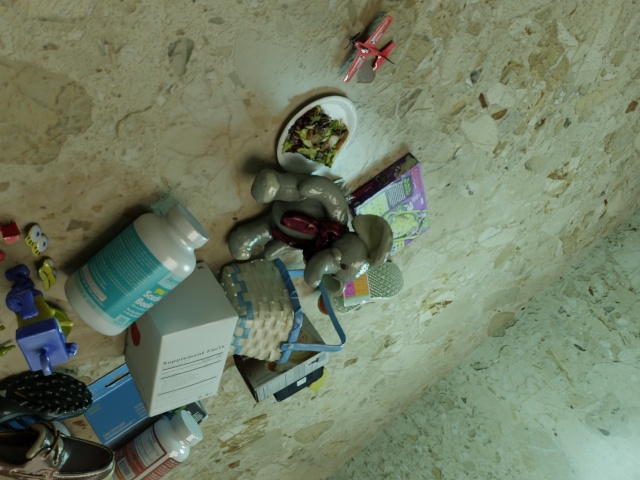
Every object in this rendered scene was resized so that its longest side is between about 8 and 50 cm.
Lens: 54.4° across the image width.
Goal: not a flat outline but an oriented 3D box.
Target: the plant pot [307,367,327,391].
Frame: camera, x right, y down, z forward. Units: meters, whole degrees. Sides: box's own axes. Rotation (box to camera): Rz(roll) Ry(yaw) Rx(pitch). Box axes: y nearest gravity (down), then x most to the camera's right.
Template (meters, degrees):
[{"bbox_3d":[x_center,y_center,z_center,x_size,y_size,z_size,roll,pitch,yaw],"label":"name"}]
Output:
[{"bbox_3d":[-0.024,0.456,2.134,0.083,0.081,0.081,-48,149,-4],"label":"plant pot"}]

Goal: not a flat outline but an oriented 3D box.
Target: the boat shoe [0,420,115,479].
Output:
[{"bbox_3d":[-0.580,0.436,1.270,0.342,0.123,0.123,16,121,-29],"label":"boat shoe"}]

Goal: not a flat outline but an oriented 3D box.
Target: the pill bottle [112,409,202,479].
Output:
[{"bbox_3d":[-0.410,0.529,1.569,0.216,0.121,0.121,-36,149,-3],"label":"pill bottle"}]

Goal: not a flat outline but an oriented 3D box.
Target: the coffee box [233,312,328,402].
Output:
[{"bbox_3d":[-0.115,0.342,1.824,0.246,0.141,0.098,-26,148,-18],"label":"coffee box"}]

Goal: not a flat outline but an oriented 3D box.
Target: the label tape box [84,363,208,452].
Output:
[{"bbox_3d":[-0.460,0.441,1.626,0.240,0.106,0.334,-32,149,-12],"label":"label tape box"}]

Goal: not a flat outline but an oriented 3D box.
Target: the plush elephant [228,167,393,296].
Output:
[{"bbox_3d":[0.000,0.000,1.357,0.330,0.255,0.272,-15,153,-40],"label":"plush elephant"}]

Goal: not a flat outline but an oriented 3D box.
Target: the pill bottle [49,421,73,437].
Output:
[{"bbox_3d":[-0.654,0.515,1.472,0.152,0.152,0.272,-25,147,-22],"label":"pill bottle"}]

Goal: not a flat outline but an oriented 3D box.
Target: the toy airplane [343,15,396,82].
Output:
[{"bbox_3d":[0.103,-0.371,1.215,0.151,0.028,0.151,-27,149,-18],"label":"toy airplane"}]

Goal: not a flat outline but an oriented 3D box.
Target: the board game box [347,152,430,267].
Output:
[{"bbox_3d":[0.193,-0.071,1.694,0.208,0.056,0.347,-32,149,-4],"label":"board game box"}]

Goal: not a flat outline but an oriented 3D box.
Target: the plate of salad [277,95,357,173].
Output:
[{"bbox_3d":[0.000,-0.211,1.301,0.199,0.048,0.200,-27,148,-18],"label":"plate of salad"}]

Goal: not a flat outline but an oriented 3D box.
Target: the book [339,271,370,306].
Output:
[{"bbox_3d":[0.089,0.106,1.742,0.096,0.144,0.035,-7,-178,-40],"label":"book"}]

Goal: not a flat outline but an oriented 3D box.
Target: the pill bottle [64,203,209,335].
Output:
[{"bbox_3d":[-0.341,0.048,1.187,0.264,0.146,0.146,-40,149,3],"label":"pill bottle"}]

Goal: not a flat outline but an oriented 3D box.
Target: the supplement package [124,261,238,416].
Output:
[{"bbox_3d":[-0.322,0.221,1.401,0.175,0.177,0.293,-12,138,-33],"label":"supplement package"}]

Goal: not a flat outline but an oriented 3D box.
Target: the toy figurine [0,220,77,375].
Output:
[{"bbox_3d":[-0.522,0.169,1.089,0.191,0.217,0.363,-21,145,-26],"label":"toy figurine"}]

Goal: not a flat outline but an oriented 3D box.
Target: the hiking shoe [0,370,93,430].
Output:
[{"bbox_3d":[-0.650,0.359,1.333,0.304,0.113,0.132,4,138,-36],"label":"hiking shoe"}]

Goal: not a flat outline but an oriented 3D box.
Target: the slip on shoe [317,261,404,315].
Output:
[{"bbox_3d":[0.123,0.144,1.863,0.331,0.123,0.101,-20,180,-38],"label":"slip on shoe"}]

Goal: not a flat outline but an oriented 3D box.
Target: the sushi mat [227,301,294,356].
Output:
[{"bbox_3d":[-0.207,0.255,1.717,0.316,0.019,0.151,-22,146,-21],"label":"sushi mat"}]

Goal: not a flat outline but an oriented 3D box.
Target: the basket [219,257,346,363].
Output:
[{"bbox_3d":[-0.100,0.162,1.505,0.288,0.255,0.201,1,131,-23],"label":"basket"}]

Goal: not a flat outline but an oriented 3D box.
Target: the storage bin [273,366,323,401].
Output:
[{"bbox_3d":[-0.086,0.430,2.027,0.180,0.084,0.122,-26,147,-19],"label":"storage bin"}]
